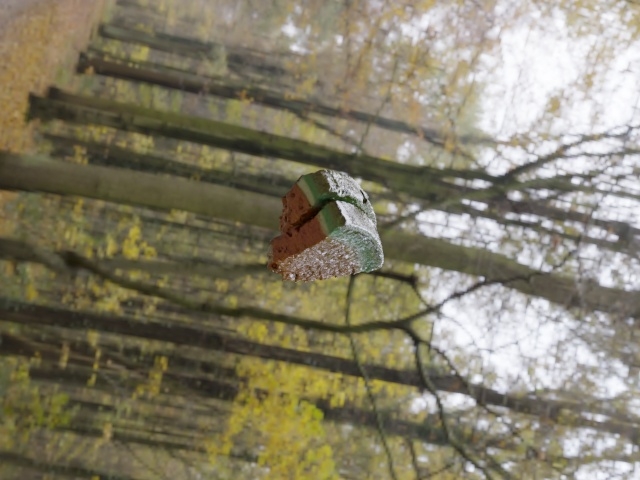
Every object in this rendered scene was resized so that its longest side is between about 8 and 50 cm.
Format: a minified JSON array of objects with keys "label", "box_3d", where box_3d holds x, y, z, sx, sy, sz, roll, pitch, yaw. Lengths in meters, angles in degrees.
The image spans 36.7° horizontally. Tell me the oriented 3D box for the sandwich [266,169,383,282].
[{"label":"sandwich","box_3d":[0.008,-0.008,1.660,0.292,0.212,0.109,90,-22,-61]}]
